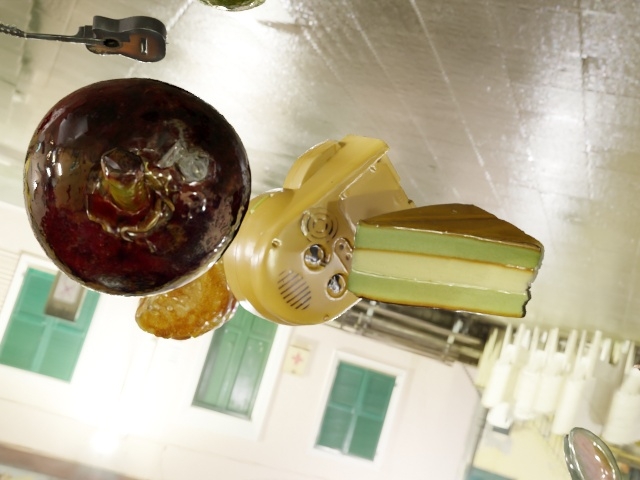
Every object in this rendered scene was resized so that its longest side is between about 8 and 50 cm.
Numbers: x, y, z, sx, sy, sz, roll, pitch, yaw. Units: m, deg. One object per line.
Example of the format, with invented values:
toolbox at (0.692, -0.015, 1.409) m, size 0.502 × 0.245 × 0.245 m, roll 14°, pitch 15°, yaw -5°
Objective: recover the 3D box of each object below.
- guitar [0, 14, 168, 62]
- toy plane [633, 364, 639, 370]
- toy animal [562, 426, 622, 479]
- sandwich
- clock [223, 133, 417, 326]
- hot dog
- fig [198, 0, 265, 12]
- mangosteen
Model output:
guitar at (-0.331, -0.287, 1.023) m, size 0.233 × 0.025 × 0.088 m, roll 2°, pitch 163°, yaw -11°
toy plane at (0.499, 0.204, 1.033) m, size 0.135 × 0.062 × 0.188 m, roll 20°, pitch 167°, yaw -10°
toy animal at (0.295, 0.296, 0.673) m, size 0.236 × 0.108 × 0.138 m, roll 40°, pitch 154°, yaw 21°
sandwich at (0.150, 0.035, 0.899) m, size 0.187 × 0.117 × 0.144 m, roll -11°, pitch -148°, yaw -33°
clock at (0.000, 0.000, 1.194) m, size 0.244 × 0.317 × 0.200 m, roll 57°, pitch 160°, yaw -20°
hot dog at (-0.242, 0.106, 1.461) m, size 0.153 × 0.257 × 0.150 m, roll 39°, pitch -161°, yaw -19°
fig at (-0.211, -0.493, 1.275) m, size 0.235 × 0.203 × 0.203 m, roll -6°, pitch 169°, yaw 5°
mangosteen at (-0.185, -0.052, 0.738) m, size 0.236 × 0.235 × 0.261 m, roll 18°, pitch -178°, yaw -9°
